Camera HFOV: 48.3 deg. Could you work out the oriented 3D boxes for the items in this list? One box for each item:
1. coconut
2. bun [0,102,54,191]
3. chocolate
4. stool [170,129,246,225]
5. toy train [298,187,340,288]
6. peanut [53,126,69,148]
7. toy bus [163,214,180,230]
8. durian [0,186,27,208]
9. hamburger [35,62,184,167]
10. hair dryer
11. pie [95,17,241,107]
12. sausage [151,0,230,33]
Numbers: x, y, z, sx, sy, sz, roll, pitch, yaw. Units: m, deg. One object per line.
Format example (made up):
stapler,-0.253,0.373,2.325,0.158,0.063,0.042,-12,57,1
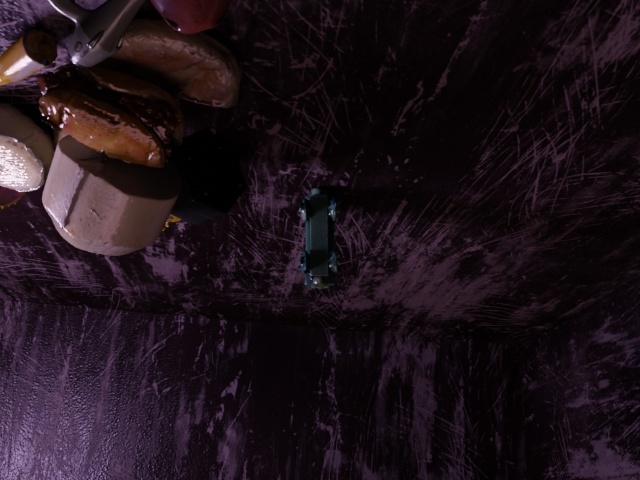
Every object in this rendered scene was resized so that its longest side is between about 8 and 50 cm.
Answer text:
coconut,-0.487,-0.130,1.693,0.323,0.323,0.323,3,159,1
bun,-0.809,-0.249,1.830,0.287,0.146,0.287,9,146,6
chocolate,-0.656,-0.387,1.546,0.219,0.086,0.085,-10,155,41
stool,-0.315,-0.163,1.872,0.141,0.232,0.232,-15,153,40
toy train,0.000,0.000,2.138,0.120,0.298,0.194,0,166,3
peanut,-0.615,-0.245,1.843,0.123,0.124,0.257,5,160,-2
toy bus,-0.481,-0.140,2.052,0.151,0.145,0.331,-1,158,13
durian,-0.972,-0.178,2.099,0.132,0.165,0.182,-32,177,7
hamburger,-0.424,-0.268,1.515,0.245,0.155,0.282,-3,149,22
hair dryer,-0.423,-0.454,1.331,0.219,0.088,0.225,-19,124,15
pie,-0.338,-0.370,1.535,0.337,0.075,0.337,6,155,3
sausage,-0.221,-0.458,1.177,0.152,0.152,0.280,3,160,1
